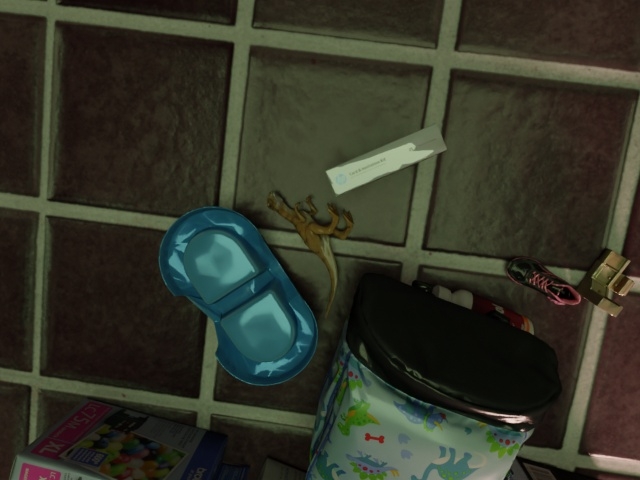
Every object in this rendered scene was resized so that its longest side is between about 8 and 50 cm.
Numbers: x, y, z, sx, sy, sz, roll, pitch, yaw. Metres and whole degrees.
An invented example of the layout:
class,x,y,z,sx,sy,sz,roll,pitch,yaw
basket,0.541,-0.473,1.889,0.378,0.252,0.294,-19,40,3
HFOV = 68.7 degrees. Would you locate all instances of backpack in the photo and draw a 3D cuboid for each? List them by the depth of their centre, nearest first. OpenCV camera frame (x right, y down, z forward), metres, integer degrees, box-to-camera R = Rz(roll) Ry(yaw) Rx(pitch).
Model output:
class,x,y,z,sx,sy,sz,roll,pitch,yaw
backpack,0.114,0.267,0.661,0.291,0.273,0.355,24,134,-1

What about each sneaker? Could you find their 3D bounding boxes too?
class,x,y,z,sx,sy,sz,roll,pitch,yaw
sneaker,0.347,0.065,0.722,0.120,0.057,0.047,27,100,1

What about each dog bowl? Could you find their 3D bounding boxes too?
class,x,y,z,sx,sy,sz,roll,pitch,yaw
dog bowl,-0.122,0.082,0.741,0.166,0.074,0.297,-33,95,7

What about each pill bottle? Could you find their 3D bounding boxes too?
class,x,y,z,sx,sy,sz,roll,pitch,yaw
pill bottle,0.237,0.129,0.721,0.152,0.086,0.085,24,98,0

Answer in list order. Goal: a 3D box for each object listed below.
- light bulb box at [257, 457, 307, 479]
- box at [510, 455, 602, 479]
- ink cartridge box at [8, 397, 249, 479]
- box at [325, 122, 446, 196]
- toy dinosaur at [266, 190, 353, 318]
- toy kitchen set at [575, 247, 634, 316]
class,x,y,z,sx,sy,sz,roll,pitch,yaw
light bulb box,0.004,0.609,0.728,0.362,0.225,0.357,23,98,-1
box,0.372,0.461,0.677,0.164,0.247,0.141,15,97,1
ink cartridge box,-0.269,0.346,0.727,0.312,0.186,0.065,17,96,0
box,0.082,-0.105,0.648,0.145,0.186,0.038,-22,96,6
toy dinosaur,0.000,0.000,0.739,0.112,0.064,0.211,-37,85,25
toy kitchen set,0.452,0.070,0.707,0.068,0.075,0.083,30,102,-2
